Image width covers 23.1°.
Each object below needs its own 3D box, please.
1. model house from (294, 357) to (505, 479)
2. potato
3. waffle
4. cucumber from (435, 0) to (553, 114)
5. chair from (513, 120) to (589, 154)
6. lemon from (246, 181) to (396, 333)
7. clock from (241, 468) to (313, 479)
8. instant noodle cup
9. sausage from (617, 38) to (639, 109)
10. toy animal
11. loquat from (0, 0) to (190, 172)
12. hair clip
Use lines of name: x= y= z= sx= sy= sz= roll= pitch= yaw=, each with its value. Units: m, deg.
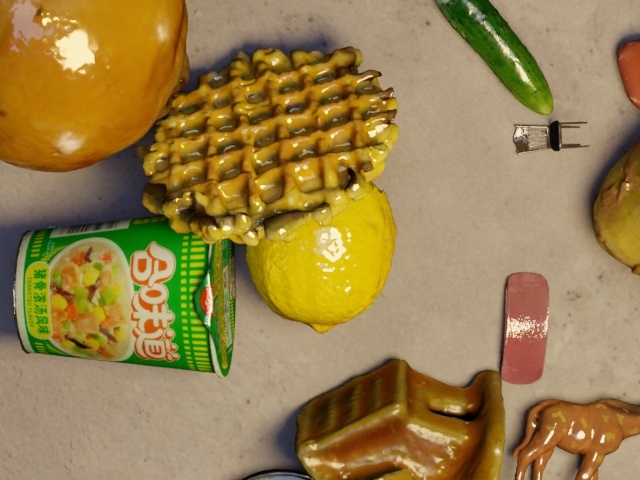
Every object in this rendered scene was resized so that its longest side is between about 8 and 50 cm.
model house: x=0.087 y=0.253 z=1.805 sx=0.239 sy=0.268 sz=0.173 roll=15 pitch=112 yaw=-3
potato: x=0.461 y=-0.052 z=1.781 sx=0.299 sy=0.196 sz=0.247 roll=16 pitch=79 yaw=17
waffle: x=-0.062 y=-0.104 z=1.744 sx=0.329 sy=0.329 sz=0.062 roll=-18 pitch=135 yaw=-3
cucumber: x=0.198 y=-0.247 z=1.863 sx=0.056 sy=0.056 sz=0.250 roll=-42 pitch=95 yaw=-1
chair: x=0.278 y=-0.124 z=1.880 sx=0.086 sy=0.042 sz=0.037 roll=-4 pitch=89 yaw=-4
lemon: x=0.001 y=0.003 z=1.803 sx=0.180 sy=0.180 sz=0.193 roll=-22 pitch=106 yaw=-2
clock: x=-0.049 y=0.365 z=1.884 sx=0.184 sy=0.040 sz=0.185 roll=0 pitch=93 yaw=-3
instant noodle cup: x=-0.223 y=0.056 z=1.788 sx=0.232 sy=0.207 sz=0.207 roll=0 pitch=93 yaw=3
sausage: x=0.392 y=-0.197 z=1.877 sx=0.054 sy=0.059 sz=0.094 roll=-18 pitch=95 yaw=41
toy animal: x=0.360 y=0.236 z=1.893 sx=0.224 sy=0.066 sz=0.230 roll=25 pitch=86 yaw=-5
loquat: x=-0.294 y=-0.230 z=1.698 sx=0.328 sy=0.328 sz=0.329 roll=0 pitch=93 yaw=-4
hair clip: x=0.248 y=0.108 z=1.900 sx=0.054 sy=0.022 sz=0.137 roll=4 pitch=93 yaw=-7
